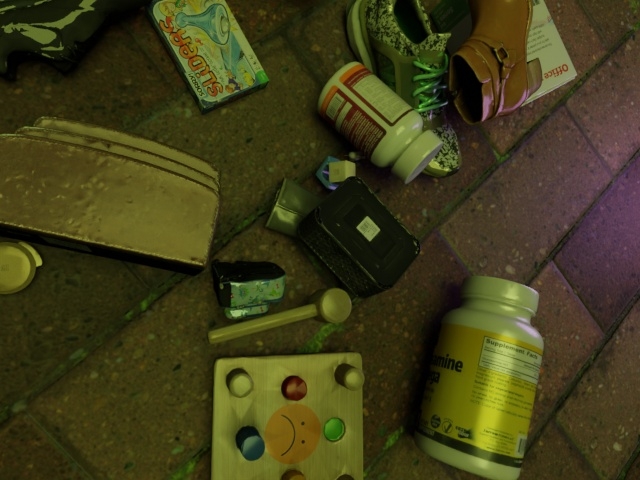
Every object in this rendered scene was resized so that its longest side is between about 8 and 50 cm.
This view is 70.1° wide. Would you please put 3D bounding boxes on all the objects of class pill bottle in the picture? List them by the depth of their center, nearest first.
[{"bbox_3d":[0.109,-0.213,0.838,0.121,0.121,0.221,-42,80,-19],"label":"pill bottle"},{"bbox_3d":[0.302,0.245,0.854,0.188,0.188,0.334,21,77,-17],"label":"pill bottle"}]

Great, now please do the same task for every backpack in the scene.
[{"bbox_3d":[-0.118,0.079,0.768,0.114,0.105,0.084,-5,108,-21],"label":"backpack"}]

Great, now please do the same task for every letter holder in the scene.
[{"bbox_3d":[-0.307,-0.084,0.691,0.302,0.152,0.214,14,77,-18],"label":"letter holder"}]

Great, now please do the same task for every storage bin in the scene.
[{"bbox_3d":[0.066,-0.004,0.783,0.180,0.084,0.122,47,61,-4],"label":"storage bin"}]

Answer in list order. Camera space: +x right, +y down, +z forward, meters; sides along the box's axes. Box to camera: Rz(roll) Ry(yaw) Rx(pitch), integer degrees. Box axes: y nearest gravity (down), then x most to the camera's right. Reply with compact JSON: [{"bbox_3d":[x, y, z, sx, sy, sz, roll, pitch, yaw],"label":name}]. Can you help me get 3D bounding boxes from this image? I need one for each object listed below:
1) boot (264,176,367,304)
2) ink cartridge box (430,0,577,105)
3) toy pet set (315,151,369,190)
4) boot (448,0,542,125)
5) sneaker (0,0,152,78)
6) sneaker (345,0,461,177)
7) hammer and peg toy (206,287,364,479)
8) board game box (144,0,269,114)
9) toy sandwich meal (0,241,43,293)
[{"bbox_3d":[-0.001,0.002,0.832,0.208,0.076,0.189,22,63,-23],"label":"boot"},{"bbox_3d":[0.402,-0.431,1.003,0.201,0.117,0.278,-28,94,-20],"label":"ink cartridge box"},{"bbox_3d":[0.049,-0.114,0.883,0.114,0.065,0.122,5,84,-55],"label":"toy pet set"},{"bbox_3d":[0.289,-0.358,0.827,0.220,0.109,0.283,-32,109,-32],"label":"boot"},{"bbox_3d":[-0.398,-0.340,0.722,0.286,0.109,0.130,-24,99,-11],"label":"sneaker"},{"bbox_3d":[0.183,-0.317,0.876,0.158,0.182,0.410,-26,94,-21],"label":"sneaker"},{"bbox_3d":[-0.057,0.261,0.755,0.266,0.127,0.361,1,84,-18],"label":"hammer and peg toy"},{"bbox_3d":[-0.201,-0.345,0.818,0.136,0.035,0.201,-32,95,-20],"label":"board game box"},{"bbox_3d":[-0.466,0.039,0.684,0.086,0.029,0.085,1,88,-17],"label":"toy sandwich meal"}]
